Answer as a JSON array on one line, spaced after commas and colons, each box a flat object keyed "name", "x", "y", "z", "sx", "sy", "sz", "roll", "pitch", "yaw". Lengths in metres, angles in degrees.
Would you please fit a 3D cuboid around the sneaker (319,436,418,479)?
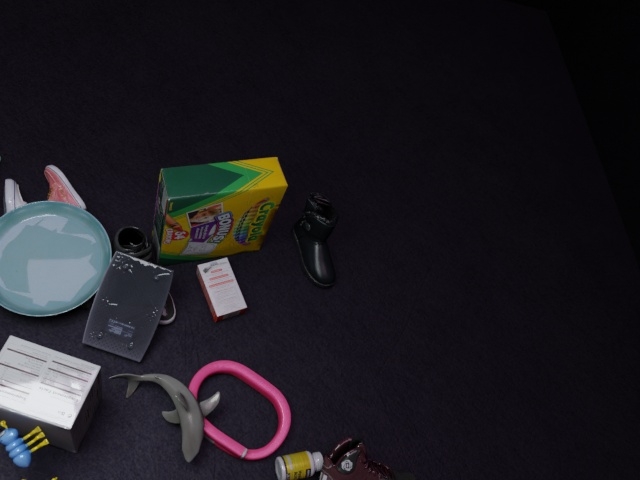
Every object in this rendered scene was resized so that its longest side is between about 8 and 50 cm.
[{"name": "sneaker", "x": 0.132, "y": 0.585, "z": 1.502, "sx": 0.281, "sy": 0.106, "sz": 0.163, "roll": 2, "pitch": 99, "yaw": -19}]

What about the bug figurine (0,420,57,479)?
[{"name": "bug figurine", "x": -0.665, "y": 0.510, "z": 1.214, "sx": 0.216, "sy": 0.279, "sz": 0.072, "roll": 55, "pitch": 17, "yaw": -1}]

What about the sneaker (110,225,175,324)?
[{"name": "sneaker", "x": -0.484, "y": 0.088, "z": 1.584, "sx": 0.104, "sy": 0.147, "sz": 0.296, "roll": -27, "pitch": 74, "yaw": -33}]

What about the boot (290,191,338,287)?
[{"name": "boot", "x": 0.000, "y": 0.000, "z": 1.776, "sx": 0.094, "sy": 0.207, "sz": 0.247, "roll": -15, "pitch": 68, "yaw": -27}]

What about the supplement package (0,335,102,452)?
[{"name": "supplement package", "x": -0.618, "y": 0.353, "z": 1.308, "sx": 0.203, "sy": 0.262, "sz": 0.145, "roll": 21, "pitch": 55, "yaw": -7}]

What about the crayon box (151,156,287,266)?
[{"name": "crayon box", "x": -0.290, "y": -0.072, "z": 1.616, "sx": 0.313, "sy": 0.363, "sz": 0.106, "roll": -9, "pitch": 65, "yaw": -24}]

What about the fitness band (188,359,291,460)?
[{"name": "fitness band", "x": -0.215, "y": 0.442, "z": 1.531, "sx": 0.290, "sy": 0.054, "sz": 0.209, "roll": 35, "pitch": 55, "yaw": 1}]

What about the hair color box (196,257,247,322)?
[{"name": "hair color box", "x": -0.286, "y": 0.141, "z": 1.682, "sx": 0.093, "sy": 0.053, "sz": 0.167, "roll": -15, "pitch": 68, "yaw": -26}]

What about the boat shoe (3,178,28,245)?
[{"name": "boat shoe", "x": -0.820, "y": -0.060, "z": 1.598, "sx": 0.075, "sy": 0.083, "sz": 0.226, "roll": -3, "pitch": 74, "yaw": -33}]

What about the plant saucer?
[{"name": "plant saucer", "x": -0.708, "y": 0.048, "z": 1.513, "sx": 0.317, "sy": 0.044, "sz": 0.318, "roll": 6, "pitch": 65, "yaw": -13}]

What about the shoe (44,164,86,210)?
[{"name": "shoe", "x": -0.754, "y": -0.134, "z": 1.664, "sx": 0.081, "sy": 0.063, "sz": 0.178, "roll": -34, "pitch": 81, "yaw": -38}]

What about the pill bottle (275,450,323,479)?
[{"name": "pill bottle", "x": -0.053, "y": 0.579, "z": 1.503, "sx": 0.116, "sy": 0.065, "sz": 0.065, "roll": -5, "pitch": 63, "yaw": -22}]

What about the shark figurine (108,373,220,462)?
[{"name": "shark figurine", "x": -0.366, "y": 0.382, "z": 1.429, "sx": 0.278, "sy": 0.116, "sz": 0.166, "roll": 39, "pitch": 75, "yaw": 14}]

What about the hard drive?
[{"name": "hard drive", "x": -0.495, "y": 0.169, "z": 1.517, "sx": 0.171, "sy": 0.054, "sz": 0.255, "roll": 20, "pitch": 92, "yaw": -8}]

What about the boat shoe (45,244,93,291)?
[{"name": "boat shoe", "x": -0.664, "y": 0.074, "z": 1.575, "sx": 0.066, "sy": 0.063, "sz": 0.184, "roll": 28, "pitch": 61, "yaw": -3}]

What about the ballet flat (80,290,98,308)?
[{"name": "ballet flat", "x": -0.610, "y": 0.106, "z": 1.585, "sx": 0.057, "sy": 0.049, "sz": 0.173, "roll": 12, "pitch": 58, "yaw": -14}]
